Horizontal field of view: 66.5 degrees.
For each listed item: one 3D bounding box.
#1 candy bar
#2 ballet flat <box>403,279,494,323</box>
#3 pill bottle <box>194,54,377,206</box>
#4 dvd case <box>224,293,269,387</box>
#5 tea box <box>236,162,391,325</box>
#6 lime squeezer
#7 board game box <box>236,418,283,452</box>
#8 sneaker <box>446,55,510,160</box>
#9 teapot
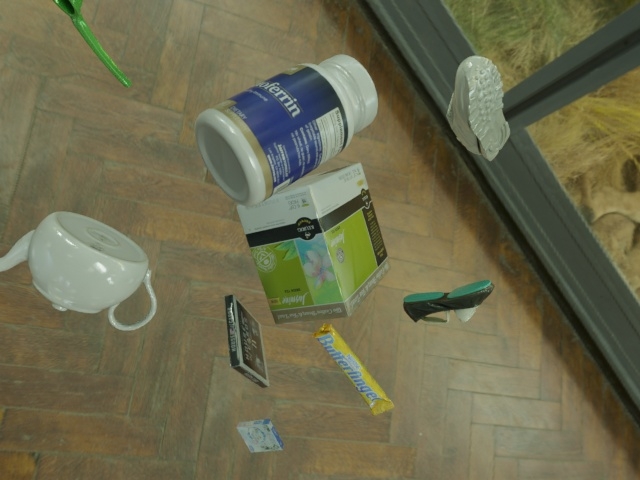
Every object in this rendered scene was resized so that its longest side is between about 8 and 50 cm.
[{"bbox_3d":[0.046,0.188,0.715,0.161,0.040,0.018,53,30,-5],"label":"candy bar"},{"bbox_3d":[0.366,0.180,1.374,0.095,0.280,0.096,-30,99,-48],"label":"ballet flat"},{"bbox_3d":[-0.044,-0.178,0.752,0.264,0.153,0.153,-36,93,-26],"label":"pill bottle"},{"bbox_3d":[-0.184,0.260,1.234,0.029,0.239,0.179,-14,61,3],"label":"dvd case"},{"bbox_3d":[0.000,0.000,1.265,0.329,0.220,0.323,-34,109,-59],"label":"tea box"},{"bbox_3d":[-0.339,-0.364,0.667,0.110,0.059,0.310,-46,140,-56],"label":"lime squeezer"},{"bbox_3d":[-0.148,0.482,1.204,0.090,0.020,0.090,-14,113,20],"label":"board game box"},{"bbox_3d":[0.259,-0.228,0.851,0.090,0.235,0.095,-46,54,-5],"label":"sneaker"},{"bbox_3d":[-0.508,0.072,1.049,0.256,0.252,0.187,34,95,24],"label":"teapot"}]
